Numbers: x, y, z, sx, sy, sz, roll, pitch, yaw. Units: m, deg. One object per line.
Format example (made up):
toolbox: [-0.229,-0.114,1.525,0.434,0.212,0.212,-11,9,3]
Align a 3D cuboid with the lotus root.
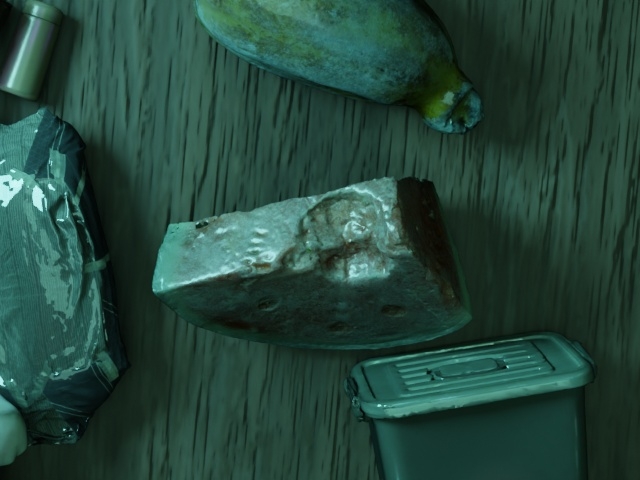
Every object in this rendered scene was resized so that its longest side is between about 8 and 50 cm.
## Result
lotus root: [0.027,-0.210,1.344,0.322,0.158,0.140,21,91,-12]

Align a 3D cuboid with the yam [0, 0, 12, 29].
yam: [-0.413,-0.140,1.330,0.131,0.131,0.279,29,91,-5]

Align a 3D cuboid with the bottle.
bottle: [-0.290,-0.190,1.377,0.045,0.045,0.096,18,89,-4]

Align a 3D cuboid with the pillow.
pillow: [-0.283,0.041,1.362,0.161,0.092,0.335,-10,95,9]

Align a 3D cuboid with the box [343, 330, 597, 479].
box: [0.153,0.186,1.373,0.243,0.163,0.135,-9,102,-5]

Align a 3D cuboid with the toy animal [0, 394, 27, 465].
toy animal: [-0.406,0.307,1.312,0.196,0.241,0.367,-5,95,-42]

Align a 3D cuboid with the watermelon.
watermelon: [0.000,0.000,1.329,0.318,0.226,0.148,5,65,-15]
